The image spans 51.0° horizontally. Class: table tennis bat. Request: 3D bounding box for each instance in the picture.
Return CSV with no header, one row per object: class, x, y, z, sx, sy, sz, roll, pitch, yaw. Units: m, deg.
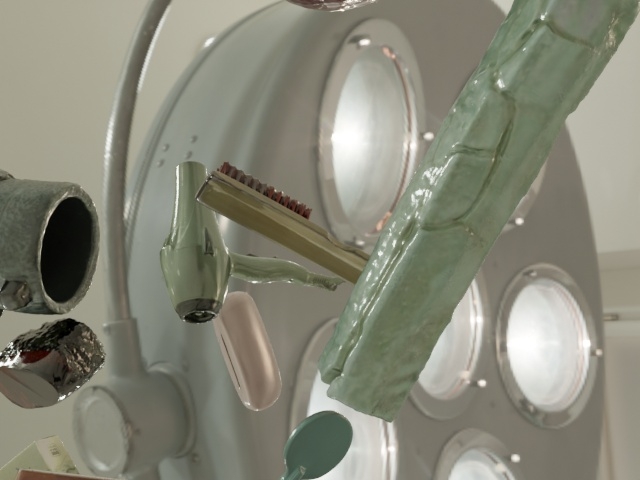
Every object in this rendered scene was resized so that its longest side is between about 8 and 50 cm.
table tennis bat,-0.031,0.439,1.332,0.237,0.038,0.149,-49,-54,-6

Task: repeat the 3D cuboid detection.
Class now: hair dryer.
hair dryer,-0.112,-0.011,0.943,0.267,0.092,0.229,-9,-113,-40

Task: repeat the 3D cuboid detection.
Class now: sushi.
sushi,-0.504,0.227,1.238,0.136,0.225,0.126,54,-138,-22

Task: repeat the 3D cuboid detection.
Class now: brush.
brush,0.000,0.000,0.833,0.320,0.060,0.050,30,-138,-14

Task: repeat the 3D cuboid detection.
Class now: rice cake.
rice cake,0.098,-0.036,0.437,0.066,0.063,0.337,22,-79,-24

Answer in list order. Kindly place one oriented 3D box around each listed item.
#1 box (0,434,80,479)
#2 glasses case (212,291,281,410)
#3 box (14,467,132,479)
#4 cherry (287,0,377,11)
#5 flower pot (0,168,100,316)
box,-0.481,0.502,1.190,0.257,0.164,0.069,54,-171,13
glasses case,-0.176,0.268,1.623,0.113,0.075,0.297,-27,-77,-43
box,-0.079,0.334,0.677,0.345,0.384,0.122,100,177,-63
cherry,0.008,-0.330,0.528,0.221,0.261,0.308,-17,-117,-24
flower pot,-0.578,0.022,1.205,0.299,0.282,0.299,7,-90,-85
